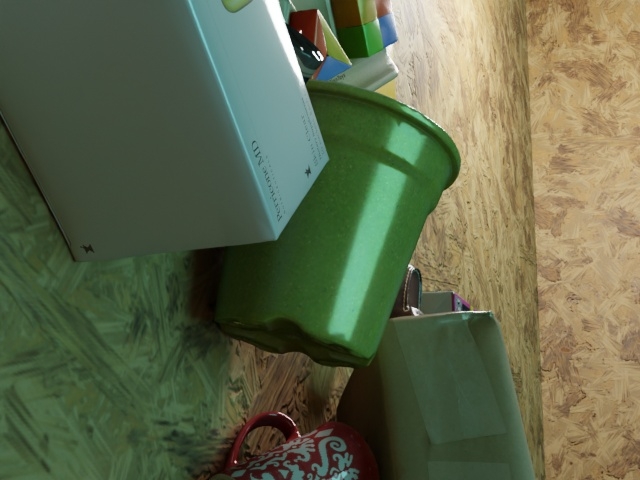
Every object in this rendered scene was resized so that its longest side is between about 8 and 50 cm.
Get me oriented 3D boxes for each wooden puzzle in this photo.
[{"bbox_3d":[0.003,-0.354,1.064,0.322,0.080,0.348,-39,119,-45],"label":"wooden puzzle"}]

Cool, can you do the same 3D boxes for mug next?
[{"bbox_3d":[-0.046,0.269,0.841,0.169,0.150,0.113,-8,105,-46],"label":"mug"}]

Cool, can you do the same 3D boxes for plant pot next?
[{"bbox_3d":[0.000,0.000,0.872,0.276,0.276,0.254,43,56,-55],"label":"plant pot"}]

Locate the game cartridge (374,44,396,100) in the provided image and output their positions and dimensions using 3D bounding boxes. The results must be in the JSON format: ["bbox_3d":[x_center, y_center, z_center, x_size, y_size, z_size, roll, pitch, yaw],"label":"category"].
[{"bbox_3d":[0.060,-0.229,1.289,0.285,0.052,0.324,18,70,-64],"label":"game cartridge"}]

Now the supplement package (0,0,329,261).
[{"bbox_3d":[-0.139,-0.135,0.625,0.145,0.204,0.262,-61,138,-52],"label":"supplement package"}]

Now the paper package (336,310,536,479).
[{"bbox_3d":[0.131,0.301,0.954,0.309,0.168,0.325,105,-17,-55],"label":"paper package"}]

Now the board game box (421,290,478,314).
[{"bbox_3d":[0.278,0.246,1.583,0.303,0.097,0.224,35,53,-60],"label":"board game box"}]

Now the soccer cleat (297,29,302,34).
[{"bbox_3d":[-0.080,-0.192,0.908,0.196,0.068,0.076,-37,136,-44],"label":"soccer cleat"}]

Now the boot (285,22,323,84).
[{"bbox_3d":[-0.134,-0.169,0.763,0.178,0.236,0.085,-60,173,23],"label":"boot"}]

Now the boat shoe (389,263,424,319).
[{"bbox_3d":[0.155,0.182,1.289,0.123,0.123,0.342,60,33,-42],"label":"boat shoe"}]
